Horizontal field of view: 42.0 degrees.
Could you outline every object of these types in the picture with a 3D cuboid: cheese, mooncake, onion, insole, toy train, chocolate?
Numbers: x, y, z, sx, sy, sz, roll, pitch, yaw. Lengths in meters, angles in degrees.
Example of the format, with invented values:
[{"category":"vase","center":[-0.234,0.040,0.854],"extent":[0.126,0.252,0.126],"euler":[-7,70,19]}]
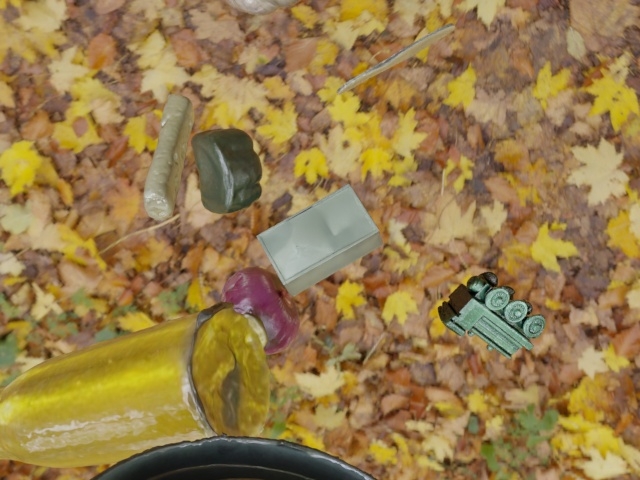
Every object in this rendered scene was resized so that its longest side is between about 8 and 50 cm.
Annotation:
[{"category":"cheese","center":[-0.209,-0.118,1.158],"extent":[0.043,0.194,0.065],"euler":[6,150,-2]},{"category":"mooncake","center":[-0.190,-0.139,1.654],"extent":[0.168,0.104,0.175],"euler":[45,137,23]},{"category":"onion","center":[-0.142,0.172,1.951],"extent":[0.201,0.200,0.207],"euler":[2,119,11]},{"category":"insole","center":[0.138,-0.330,1.525],"extent":[0.248,0.081,0.011],"euler":[-30,89,2]},{"category":"toy train","center":[0.277,0.123,1.326],"extent":[0.170,0.071,0.111],"euler":[36,104,-27]},{"category":"chocolate","center":[-0.270,0.185,0.988],"extent":[0.446,0.162,0.162],"euler":[-14,106,28]}]

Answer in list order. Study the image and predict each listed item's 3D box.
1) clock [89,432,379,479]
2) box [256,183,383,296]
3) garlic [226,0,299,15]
[{"category":"clock","center":[-0.046,0.268,0.592],"extent":[0.319,0.319,0.066],"euler":[16,118,6]},{"category":"box","center":[0.000,0.000,1.748],"extent":[0.225,0.086,0.129],"euler":[-30,66,-2]},{"category":"garlic","center":[-0.095,-0.474,1.282],"extent":[0.219,0.218,0.212],"euler":[-21,139,19]}]
